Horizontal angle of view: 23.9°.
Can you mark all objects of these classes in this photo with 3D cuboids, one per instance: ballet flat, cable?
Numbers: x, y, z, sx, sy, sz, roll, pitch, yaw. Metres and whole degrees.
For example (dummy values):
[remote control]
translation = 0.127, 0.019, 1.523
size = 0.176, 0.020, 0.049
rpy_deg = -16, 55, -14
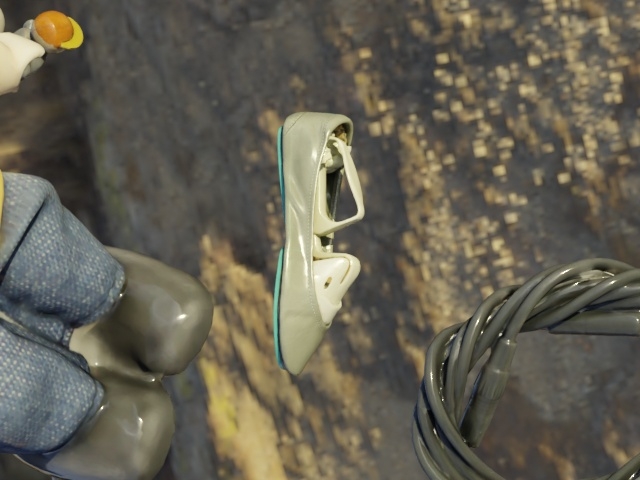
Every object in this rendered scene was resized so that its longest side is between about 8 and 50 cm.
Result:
[ballet flat]
translation = 0.000, 0.000, 1.199
size = 0.072, 0.068, 0.213
rpy_deg = 30, -121, -70
[cable]
translation = 0.140, 0.082, 0.807
size = 0.150, 0.184, 0.047
rpy_deg = 54, -178, -10

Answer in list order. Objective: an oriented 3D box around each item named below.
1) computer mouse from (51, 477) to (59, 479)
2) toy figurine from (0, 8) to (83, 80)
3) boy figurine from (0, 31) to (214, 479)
[computer mouse]
translation = -0.366, 0.288, 2.091
size = 0.184, 0.060, 0.262
rpy_deg = -7, 91, 38
[toy figurine]
translation = -0.387, -0.274, 1.672
size = 0.148, 0.209, 0.213
rpy_deg = -30, 77, 28
[boy figurine]
translation = -0.143, 0.000, 0.511
size = 0.092, 0.285, 0.177
rpy_deg = 13, 76, 28
